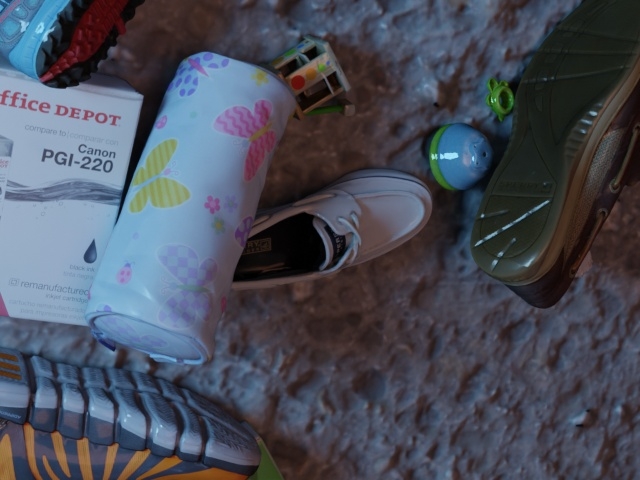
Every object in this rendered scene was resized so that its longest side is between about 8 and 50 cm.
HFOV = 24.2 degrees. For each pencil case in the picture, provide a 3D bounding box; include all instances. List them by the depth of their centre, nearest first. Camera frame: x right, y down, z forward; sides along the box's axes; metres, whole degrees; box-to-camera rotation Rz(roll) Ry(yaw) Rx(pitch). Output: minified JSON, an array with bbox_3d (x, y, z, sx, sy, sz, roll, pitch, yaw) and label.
[{"bbox_3d":[-0.108,-0.027,1.304,0.124,0.114,0.273,37,64,-47],"label":"pencil case"}]

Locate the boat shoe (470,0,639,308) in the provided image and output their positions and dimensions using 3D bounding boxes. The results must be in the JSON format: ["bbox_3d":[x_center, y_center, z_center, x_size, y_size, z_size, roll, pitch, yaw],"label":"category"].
[{"bbox_3d":[0.263,-0.092,1.474,0.123,0.123,0.342,39,67,-42],"label":"boat shoe"}]

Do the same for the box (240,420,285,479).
[{"bbox_3d":[-0.097,0.371,1.516,0.232,0.058,0.322,-31,117,-11],"label":"box"}]

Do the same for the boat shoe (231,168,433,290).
[{"bbox_3d":[0.000,0.000,1.425,0.258,0.084,0.095,-19,112,-17],"label":"boat shoe"}]

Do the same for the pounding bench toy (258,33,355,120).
[{"bbox_3d":[-0.011,-0.138,1.396,0.065,0.052,0.083,-34,116,-10],"label":"pounding bench toy"}]

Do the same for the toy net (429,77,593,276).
[{"bbox_3d":[0.208,-0.054,1.526,0.232,0.045,0.122,46,60,-30],"label":"toy net"}]

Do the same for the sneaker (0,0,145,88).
[{"bbox_3d":[-0.195,-0.252,1.252,0.262,0.125,0.104,-53,157,-26],"label":"sneaker"}]

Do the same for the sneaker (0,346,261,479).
[{"bbox_3d":[-0.226,0.215,1.389,0.321,0.124,0.180,16,103,-16],"label":"sneaker"}]

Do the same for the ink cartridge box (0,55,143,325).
[{"bbox_3d":[-0.258,-0.046,1.298,0.159,0.092,0.217,8,101,-25],"label":"ink cartridge box"}]
